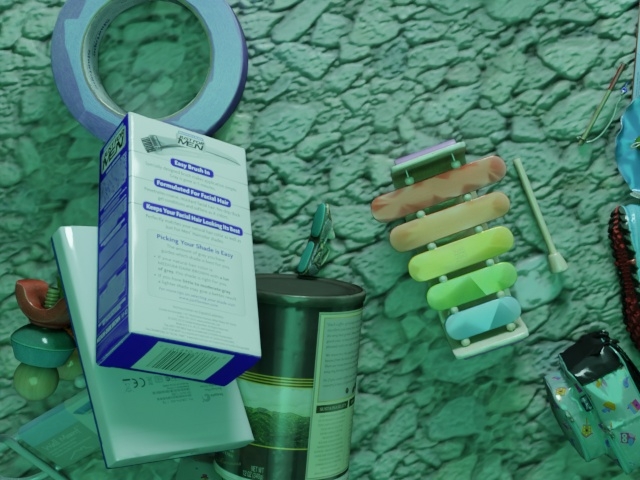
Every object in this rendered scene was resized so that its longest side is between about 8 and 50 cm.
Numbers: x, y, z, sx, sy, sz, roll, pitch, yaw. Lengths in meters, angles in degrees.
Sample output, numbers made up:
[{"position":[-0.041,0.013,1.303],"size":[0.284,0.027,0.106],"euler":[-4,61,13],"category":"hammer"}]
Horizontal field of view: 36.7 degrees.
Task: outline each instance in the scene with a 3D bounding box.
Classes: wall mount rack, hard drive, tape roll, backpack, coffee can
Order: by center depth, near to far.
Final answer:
[{"position":[-0.223,0.131,1.280],"size":[0.040,0.210,0.318],"euler":[-39,61,40],"category":"hard drive"},{"position":[-0.351,0.277,1.380],"size":[0.350,0.130,0.304],"euler":[-31,136,4],"category":"wall mount rack"},{"position":[-0.045,0.198,1.392],"size":[0.202,0.201,0.275],"euler":[5,96,1],"category":"coffee can"},{"position":[0.418,0.246,1.405],"size":[0.144,0.166,0.188],"euler":[-37,90,5],"category":"backpack"},{"position":[-0.246,-0.265,1.410],"size":[0.275,0.090,0.274],"euler":[0,94,1],"category":"tape roll"}]

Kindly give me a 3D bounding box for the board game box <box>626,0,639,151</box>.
[{"position":[0.532,-0.266,1.402],"size":[0.145,0.027,0.281],"euler":[6,96,22],"category":"board game box"}]

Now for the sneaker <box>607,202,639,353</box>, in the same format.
[{"position":[0.512,0.068,1.419],"size":[0.125,0.104,0.261],"euler":[-12,95,0],"category":"sneaker"}]

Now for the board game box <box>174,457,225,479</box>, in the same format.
[{"position":[-0.132,0.489,1.433],"size":[0.224,0.097,0.303],"euler":[13,113,-1],"category":"board game box"}]

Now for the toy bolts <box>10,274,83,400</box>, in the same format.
[{"position":[-0.330,0.147,1.363],"size":[0.218,0.228,0.158],"euler":[15,95,20],"category":"toy bolts"}]

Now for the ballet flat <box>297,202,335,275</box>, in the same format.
[{"position":[0.000,0.000,1.459],"size":[0.041,0.041,0.114],"euler":[19,94,-1],"category":"ballet flat"}]

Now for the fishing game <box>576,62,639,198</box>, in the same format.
[{"position":[0.511,-0.138,1.382],"size":[0.264,0.041,0.189],"euler":[32,105,20],"category":"fishing game"}]

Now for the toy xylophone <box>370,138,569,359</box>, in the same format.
[{"position":[0.229,0.000,1.429],"size":[0.236,0.081,0.322],"euler":[-27,95,3],"category":"toy xylophone"}]

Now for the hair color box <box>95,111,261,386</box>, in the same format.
[{"position":[-0.192,0.010,1.283],"size":[0.185,0.110,0.338],"euler":[16,53,-32],"category":"hair color box"}]
